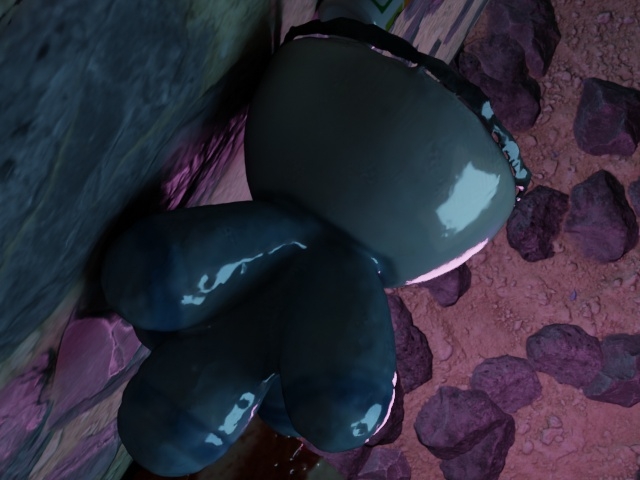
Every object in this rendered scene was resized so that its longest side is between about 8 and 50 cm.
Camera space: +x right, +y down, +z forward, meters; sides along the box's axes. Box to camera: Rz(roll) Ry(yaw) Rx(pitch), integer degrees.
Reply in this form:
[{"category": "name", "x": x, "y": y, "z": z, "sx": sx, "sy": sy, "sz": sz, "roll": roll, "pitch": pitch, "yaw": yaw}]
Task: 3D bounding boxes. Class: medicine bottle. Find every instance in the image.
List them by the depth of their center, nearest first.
[{"category": "medicine bottle", "x": 0.069, "y": -0.260, "z": 0.746, "sx": 0.221, "sy": 0.061, "sz": 0.092, "roll": -56, "pitch": -161, "yaw": -24}]

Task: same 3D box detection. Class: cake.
[{"category": "cake", "x": -0.133, "y": 0.420, "z": 1.272, "sx": 0.270, "sy": 0.319, "sz": 0.269, "roll": -57, "pitch": 176, "yaw": -23}]

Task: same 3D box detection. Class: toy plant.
[{"category": "toy plant", "x": -0.026, "y": 0.030, "z": 0.608, "sx": 0.332, "sy": 0.247, "sz": 0.247, "roll": -55, "pitch": 174, "yaw": -17}]
